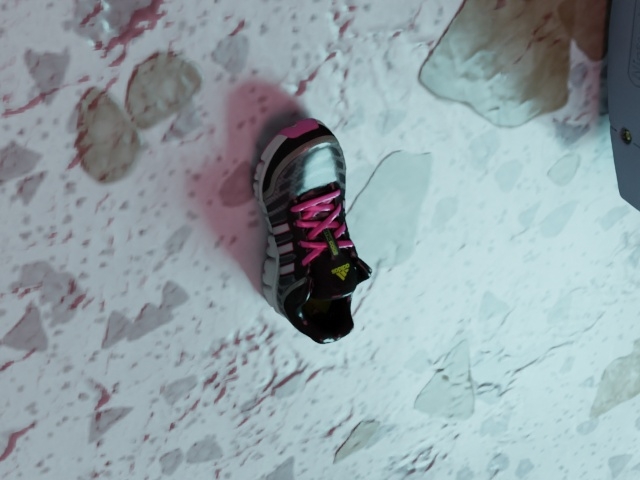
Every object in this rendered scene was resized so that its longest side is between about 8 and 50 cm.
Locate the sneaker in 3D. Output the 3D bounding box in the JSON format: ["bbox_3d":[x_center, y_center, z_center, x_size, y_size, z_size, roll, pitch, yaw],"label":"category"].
[{"bbox_3d":[0.000,0.000,1.006,0.063,0.075,0.170,-20,135,-24],"label":"sneaker"}]

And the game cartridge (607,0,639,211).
[{"bbox_3d":[0.275,-0.111,1.033,0.062,0.198,0.297,-24,137,-20],"label":"game cartridge"}]
